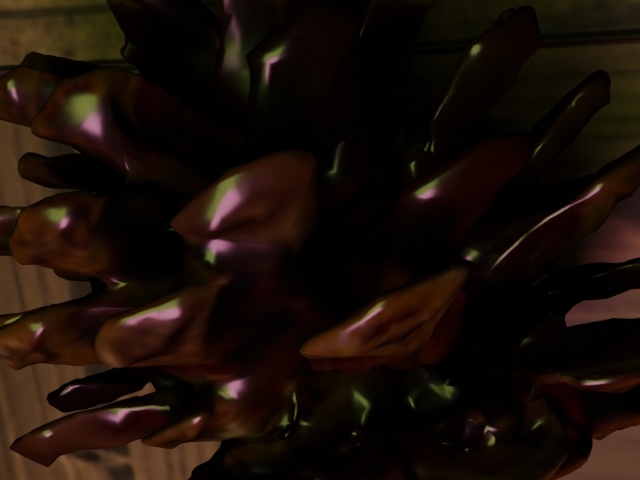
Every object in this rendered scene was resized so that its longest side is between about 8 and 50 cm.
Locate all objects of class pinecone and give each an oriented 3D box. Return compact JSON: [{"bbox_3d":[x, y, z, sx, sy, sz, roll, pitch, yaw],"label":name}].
[{"bbox_3d":[-0.010,0.002,0.556,0.264,0.264,0.264,6,116,12],"label":"pinecone"}]
